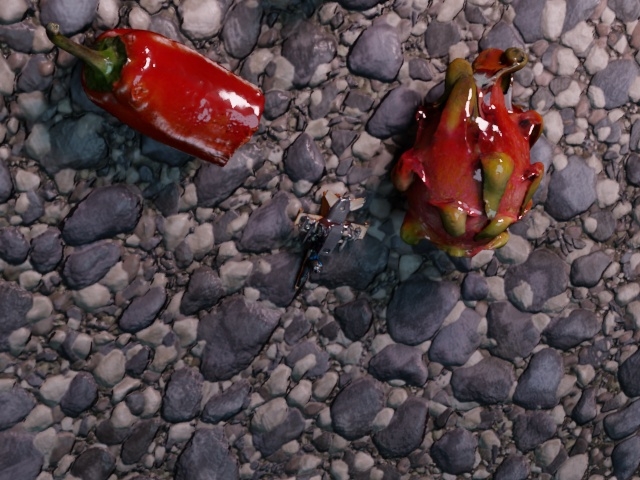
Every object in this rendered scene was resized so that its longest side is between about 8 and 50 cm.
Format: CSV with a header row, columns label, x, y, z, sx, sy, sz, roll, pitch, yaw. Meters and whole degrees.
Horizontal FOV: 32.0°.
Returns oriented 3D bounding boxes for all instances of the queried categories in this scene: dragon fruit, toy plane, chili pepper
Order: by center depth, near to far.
label,x,y,z,sx,sy,sz,roll,pitch,yaw
chili pepper,-0.244,-0.218,1.489,0.338,0.131,0.134,20,128,-36
dragon fruit,0.230,-0.132,1.731,0.228,0.243,0.307,10,70,-7
toy plane,0.005,0.006,1.759,0.135,0.062,0.188,14,106,-32
